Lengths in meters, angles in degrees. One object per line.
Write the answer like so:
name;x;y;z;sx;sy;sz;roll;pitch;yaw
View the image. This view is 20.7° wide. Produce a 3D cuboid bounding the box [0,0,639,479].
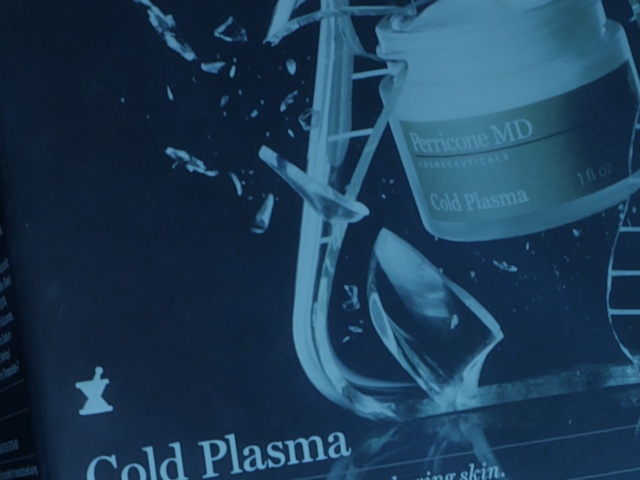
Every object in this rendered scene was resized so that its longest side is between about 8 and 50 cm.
box;0.000;0.000;1.233;0.480;0.297;0.472;-7;82;-17
